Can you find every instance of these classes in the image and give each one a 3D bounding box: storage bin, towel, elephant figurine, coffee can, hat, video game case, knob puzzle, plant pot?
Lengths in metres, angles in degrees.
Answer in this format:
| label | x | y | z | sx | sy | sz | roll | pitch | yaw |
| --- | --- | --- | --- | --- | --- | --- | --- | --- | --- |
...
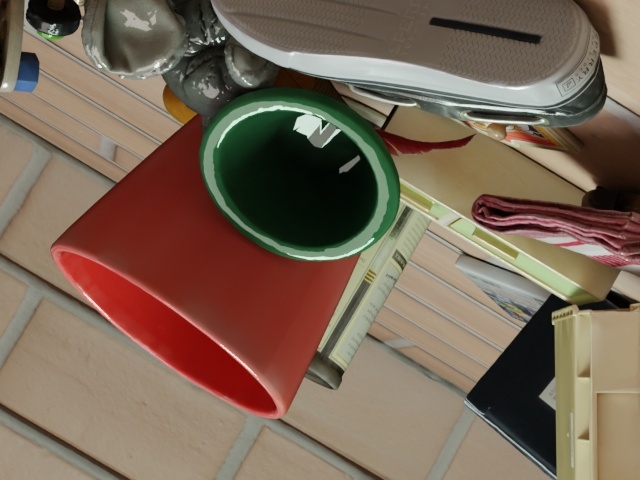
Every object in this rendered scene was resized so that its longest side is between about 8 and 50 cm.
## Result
| label | x | y | z | sx | sy | sz | roll | pitch | yaw |
| --- | --- | --- | --- | --- | --- | --- | --- | --- | --- |
| storage bin | 0.307 | 0.195 | 1.518 | 0.123 | 0.262 | 0.260 | 0 | 176 | 3 |
| towel | 0.323 | 0.030 | 1.330 | 0.329 | 0.037 | 0.237 | 19 | 178 | -25 |
| elephant figurine | -0.137 | -0.219 | 1.292 | 0.239 | 0.186 | 0.169 | 28 | 178 | -14 |
| coffee can | 0.000 | 0.000 | 1.683 | 0.201 | 0.275 | 0.201 | 30 | 171 | 5 |
| hat | 0.006 | -0.096 | 1.361 | 0.173 | 0.183 | 0.208 | -20 | 120 | 28 |
| video game case | 0.302 | 0.092 | 2.047 | 0.201 | 0.023 | 0.183 | 21 | 167 | 42 |
| knob puzzle | 0.118 | -0.131 | 1.364 | 0.213 | 0.030 | 0.213 | 29 | 172 | 5 |
| plant pot | -0.082 | -0.001 | 1.470 | 0.275 | 0.243 | 0.275 | 32 | 162 | 12 |

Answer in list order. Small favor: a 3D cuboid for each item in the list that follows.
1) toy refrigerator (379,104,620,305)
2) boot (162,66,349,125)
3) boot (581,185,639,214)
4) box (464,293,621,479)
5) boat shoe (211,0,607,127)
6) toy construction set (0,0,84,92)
| label | x | y | z | sx | sy | sz | roll | pitch | yaw |
| --- | --- | --- | --- | --- | --- | --- | --- | --- | --- |
| toy refrigerator | 0.173 | -0.036 | 1.504 | 0.269 | 0.094 | 0.102 | 31 | 172 | -3 |
| boot | -0.116 | -0.201 | 1.569 | 0.295 | 0.104 | 0.211 | 14 | 157 | 46 |
| boot | 0.297 | -0.018 | 1.393 | 0.118 | 0.042 | 0.087 | 28 | 178 | 18 |
| box | 0.411 | 0.266 | 1.882 | 0.293 | 0.212 | 0.395 | 39 | 179 | 39 |
| boat shoe | 0.060 | -0.147 | 1.148 | 0.335 | 0.121 | 0.119 | 23 | 164 | 31 |
| toy construction set | -0.373 | -0.314 | 1.481 | 0.309 | 0.257 | 0.237 | 16 | 129 | -8 |
